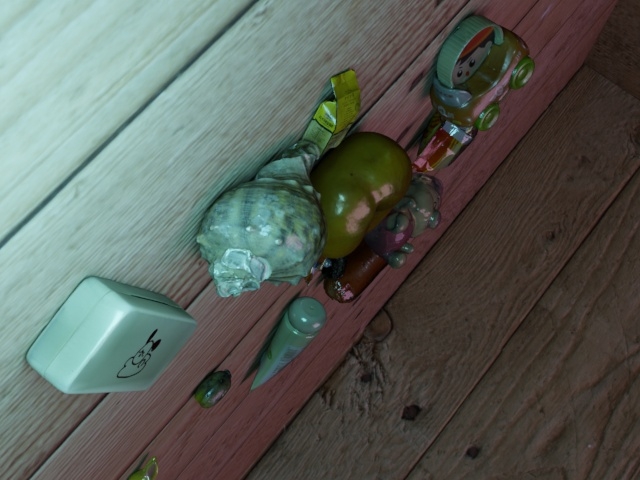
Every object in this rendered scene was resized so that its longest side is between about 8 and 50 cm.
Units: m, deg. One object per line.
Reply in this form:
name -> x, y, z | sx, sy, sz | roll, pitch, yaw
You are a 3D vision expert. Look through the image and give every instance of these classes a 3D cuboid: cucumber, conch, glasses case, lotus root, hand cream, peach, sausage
cucumber -> 0.034, 0.027, 2.098 | 0.058, 0.052, 0.215 | -20, 158, -11
conch -> -0.063, -0.013, 1.329 | 0.291, 0.159, 0.210 | -47, 166, -34
glasses case -> -0.260, 0.129, 1.205 | 0.131, 0.070, 0.313 | -52, 169, -2
lotus root -> -0.220, 0.307, 1.931 | 0.099, 0.054, 0.049 | -45, -173, -27
hand cream -> -0.077, 0.254, 2.240 | 0.147, 0.093, 0.306 | -37, 163, -47
peach -> 0.056, -0.077, 1.636 | 0.251, 0.153, 0.251 | -43, 160, -20
sausage -> 0.115, 0.049, 2.362 | 0.330, 0.102, 0.102 | -40, 163, -43

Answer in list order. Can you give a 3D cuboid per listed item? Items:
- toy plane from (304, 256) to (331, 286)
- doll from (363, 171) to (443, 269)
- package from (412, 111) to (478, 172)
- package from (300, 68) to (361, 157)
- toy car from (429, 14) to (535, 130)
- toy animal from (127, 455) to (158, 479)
toy plane -> 0.010, 0.005, 1.906 | 0.188, 0.062, 0.135 | -56, -163, -1
doll -> 0.212, -0.065, 2.267 | 0.256, 0.152, 0.196 | -48, -178, -40
package -> 0.317, -0.261, 2.198 | 0.223, 0.108, 0.288 | -56, 171, 26
package -> 0.022, -0.190, 1.405 | 0.071, 0.047, 0.131 | -32, 159, -52
toy car -> 0.304, -0.353, 1.867 | 0.235, 0.145, 0.235 | -32, 145, -26
toy animal -> -0.379, 0.517, 1.946 | 0.070, 0.083, 0.159 | -3, 123, -40
